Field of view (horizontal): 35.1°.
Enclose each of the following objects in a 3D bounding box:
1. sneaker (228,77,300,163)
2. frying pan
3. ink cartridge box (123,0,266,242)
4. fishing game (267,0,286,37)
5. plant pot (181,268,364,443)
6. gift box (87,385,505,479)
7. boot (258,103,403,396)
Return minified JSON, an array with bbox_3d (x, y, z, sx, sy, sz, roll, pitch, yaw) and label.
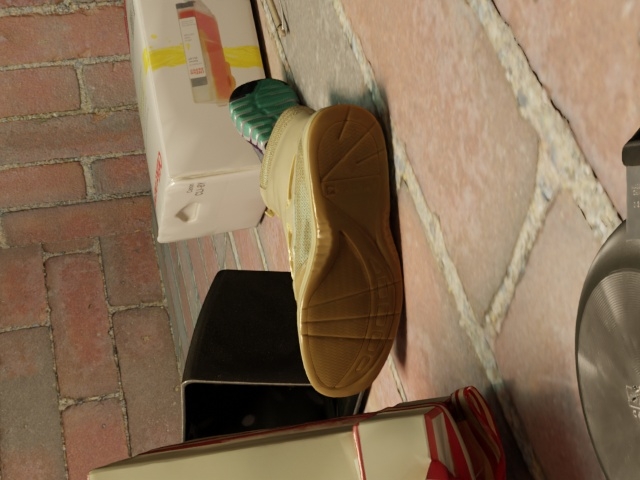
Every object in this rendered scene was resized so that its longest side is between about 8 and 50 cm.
[{"bbox_3d":[-0.051,-0.104,1.164,0.224,0.083,0.098,-115,14,-52],"label":"sneaker"},{"bbox_3d":[0.164,0.014,0.419,0.197,0.053,0.326,-125,27,-61],"label":"frying pan"},{"bbox_3d":[-0.178,-0.222,1.440,0.279,0.160,0.385,122,138,-70],"label":"ink cartridge box"},{"bbox_3d":[-0.058,-0.373,1.126,0.264,0.041,0.189,105,151,-57],"label":"fishing game"},{"bbox_3d":[-0.060,0.136,1.144,0.187,0.188,0.167,100,170,-52],"label":"plant pot"},{"bbox_3d":[0.010,0.245,0.681,0.276,0.258,0.255,6,-107,-81],"label":"gift box"},{"bbox_3d":[0.000,0.000,0.969,0.203,0.095,0.262,-151,56,-73],"label":"boot"}]
